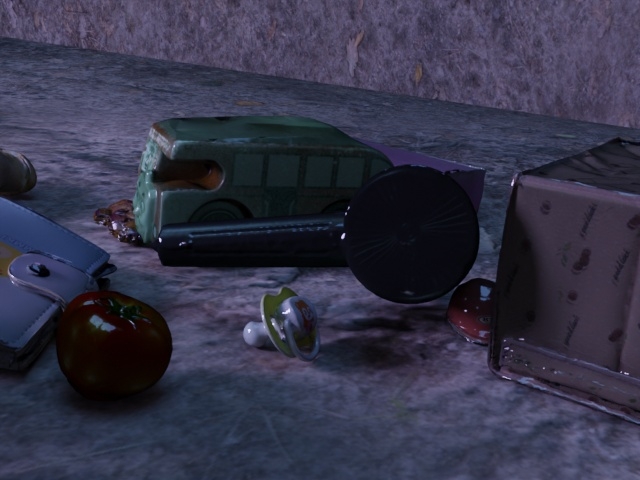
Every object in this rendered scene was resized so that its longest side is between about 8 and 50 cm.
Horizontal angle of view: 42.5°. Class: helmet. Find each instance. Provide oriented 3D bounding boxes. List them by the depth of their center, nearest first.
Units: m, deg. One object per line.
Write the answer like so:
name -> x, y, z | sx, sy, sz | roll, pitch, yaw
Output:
helmet -> 0.158, 0.064, 0.800 | 0.065, 0.049, 0.084 | 4, 17, -8

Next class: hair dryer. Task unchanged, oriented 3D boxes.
hair dryer -> 0.000, 0.000, 0.794 | 0.302, 0.116, 0.244 | 0, -4, 10

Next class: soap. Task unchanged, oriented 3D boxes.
soap -> 0.086, -0.090, 1.220 | 0.259, 0.081, 0.181 | 18, 20, 38

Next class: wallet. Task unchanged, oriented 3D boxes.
wallet -> -0.285, 0.037, 0.721 | 0.170, 0.069, 0.231 | 23, 21, -3

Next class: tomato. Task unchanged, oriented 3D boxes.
tomato -> -0.155, 0.081, 0.615 | 0.087, 0.075, 0.087 | 20, 15, -6

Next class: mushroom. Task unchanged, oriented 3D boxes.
mushroom -> -0.438, -0.079, 1.018 | 0.097, 0.088, 0.212 | -25, 8, 10

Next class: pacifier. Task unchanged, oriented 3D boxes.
pacifier -> -0.036, 0.078, 0.713 | 0.064, 0.068, 0.083 | -24, -1, 23

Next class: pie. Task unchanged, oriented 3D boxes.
pie -> -0.223, -0.031, 1.016 | 0.092, 0.034, 0.170 | 12, 19, 9

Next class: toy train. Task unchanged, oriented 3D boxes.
toy train -> -0.054, -0.060, 0.957 | 0.326, 0.159, 0.129 | -1, 20, -25

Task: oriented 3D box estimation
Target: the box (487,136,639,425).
box -> 0.320, 0.026, 0.745 | 0.225, 0.191, 0.297 | 15, 19, 33
